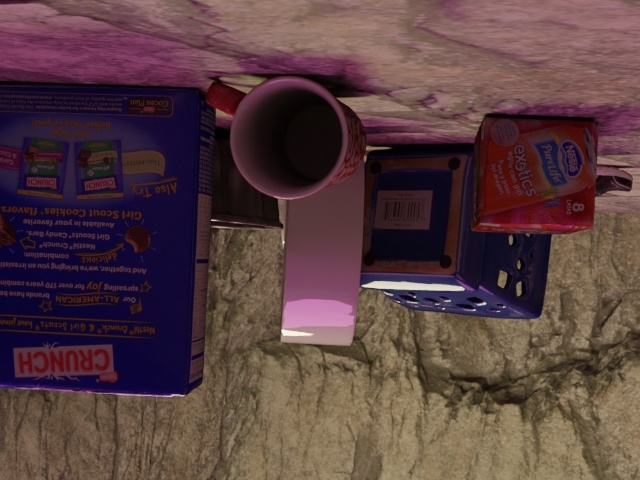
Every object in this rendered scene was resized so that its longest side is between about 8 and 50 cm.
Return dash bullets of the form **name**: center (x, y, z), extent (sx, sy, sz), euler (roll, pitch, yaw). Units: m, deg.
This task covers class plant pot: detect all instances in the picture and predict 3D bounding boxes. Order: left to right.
- **plant pot**: center (0.180, -0.019, 1.924), extent (0.236, 0.236, 0.212), euler (1, 171, 36)

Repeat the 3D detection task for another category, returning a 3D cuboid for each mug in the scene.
- **mug**: center (-0.022, -0.114, 1.325), extent (0.113, 0.150, 0.169), euler (-35, 175, 11)

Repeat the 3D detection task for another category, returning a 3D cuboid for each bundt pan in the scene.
- **bundt pan**: center (-0.210, -0.086, 1.859), extent (0.331, 0.124, 0.331), euler (4, 179, 0)

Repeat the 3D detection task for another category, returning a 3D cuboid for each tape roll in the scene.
- **tape roll**: center (0.000, 0.000, 1.838), extent (0.100, 0.286, 0.286), euler (2, 179, -2)

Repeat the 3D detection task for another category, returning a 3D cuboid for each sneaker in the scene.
- **sneaker**: center (0.388, -0.077, 2.077), extent (0.178, 0.077, 0.072), euler (2, 180, 5)

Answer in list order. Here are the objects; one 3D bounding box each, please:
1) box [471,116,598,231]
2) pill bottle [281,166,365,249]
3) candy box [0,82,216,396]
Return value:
- **box**: center (0.246, -0.071, 1.584), extent (0.128, 0.122, 0.257), euler (2, 179, 4)
- **pill bottle**: center (0.101, -0.035, 2.305), extent (0.323, 0.181, 0.181), euler (3, 179, 6)
- **candy box**: center (-0.254, -0.001, 1.436), extent (0.268, 0.317, 0.122), euler (3, 179, 7)
